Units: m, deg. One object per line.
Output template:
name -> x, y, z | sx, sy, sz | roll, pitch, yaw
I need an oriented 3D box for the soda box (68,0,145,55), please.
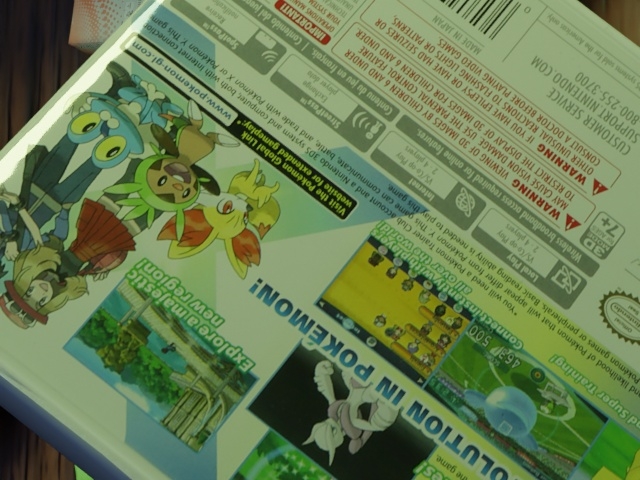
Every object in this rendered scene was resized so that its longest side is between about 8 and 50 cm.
soda box -> -0.094, -0.193, 1.083 | 0.063, 0.058, 0.183 | 0, 80, 34

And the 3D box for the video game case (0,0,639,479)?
video game case -> 0.043, 0.017, 0.773 | 0.329, 0.036, 0.300 | 38, 64, 3

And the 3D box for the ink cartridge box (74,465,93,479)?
ink cartridge box -> 0.000, 0.000, 0.941 | 0.272, 0.114, 0.198 | -22, 68, 28
